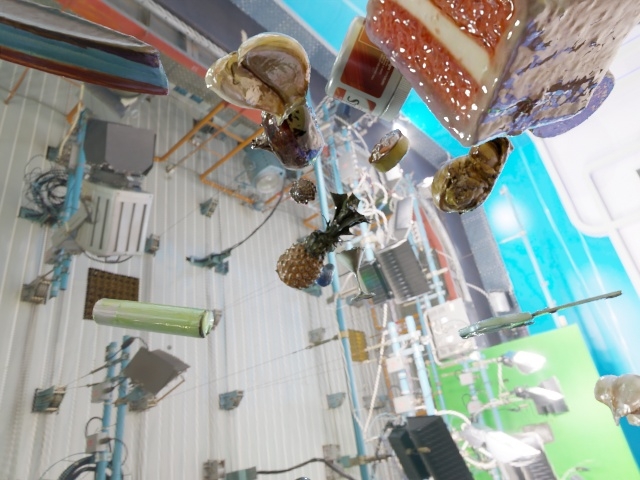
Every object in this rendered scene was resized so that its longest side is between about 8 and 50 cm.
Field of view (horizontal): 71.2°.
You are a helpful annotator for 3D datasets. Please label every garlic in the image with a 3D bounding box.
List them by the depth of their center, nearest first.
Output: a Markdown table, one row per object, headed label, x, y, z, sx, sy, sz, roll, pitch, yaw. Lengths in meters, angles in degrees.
| label | x | y | z | sx | sy | sz | roll | pitch | yaw |
| --- | --- | --- | --- | --- | --- | --- | --- | --- | --- |
| garlic | 0.736 | 0.384 | 1.087 | 0.099 | 0.174 | 0.124 | 8 | -101 | -10 |
| garlic | -0.194 | -0.525 | 1.438 | 0.313 | 0.286 | 0.249 | 21 | -108 | -39 |

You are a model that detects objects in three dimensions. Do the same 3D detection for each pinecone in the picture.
| label | x | y | z | sx | sy | sz | roll | pitch | yaw |
| --- | --- | --- | --- | --- | --- | --- | --- | --- | --- |
| pinecone | -0.053 | -0.180 | 1.609 | 0.109 | 0.102 | 0.102 | -29 | -89 | -52 |

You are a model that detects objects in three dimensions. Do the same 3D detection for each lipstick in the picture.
| label | x | y | z | sx | sy | sz | roll | pitch | yaw |
| --- | --- | --- | --- | --- | --- | --- | --- | --- | --- |
| lipstick | -0.418 | 0.195 | 1.123 | 0.076 | 0.304 | 0.076 | 3 | -90 | -77 |

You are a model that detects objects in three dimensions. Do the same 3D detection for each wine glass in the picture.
| label | x | y | z | sx | sy | sz | roll | pitch | yaw |
| --- | --- | --- | --- | --- | --- | --- | --- | --- | --- |
| wine glass | 0.127 | 0.125 | 1.606 | 0.122 | 0.122 | 0.182 | 10 | -118 | -51 |

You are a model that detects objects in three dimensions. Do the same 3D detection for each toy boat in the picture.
| label | x | y | z | sx | sy | sz | roll | pitch | yaw |
| --- | --- | --- | --- | --- | --- | --- | --- | --- | --- |
| toy boat | -0.451 | -0.336 | 0.748 | 0.392 | 0.079 | 0.136 | 13 | -134 | -13 |

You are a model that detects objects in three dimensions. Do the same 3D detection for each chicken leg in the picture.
| label | x | y | z | sx | sy | sz | roll | pitch | yaw |
| --- | --- | --- | --- | --- | --- | --- | --- | --- | --- |
| chicken leg | 0.543 | -0.257 | 1.464 | 0.409 | 0.295 | 0.182 | -32 | -112 | -30 |

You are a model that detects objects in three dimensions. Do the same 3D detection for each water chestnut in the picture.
| label | x | y | z | sx | sy | sz | roll | pitch | yaw |
| --- | --- | --- | --- | --- | --- | --- | --- | --- | --- |
| water chestnut | -0.156 | -0.465 | 1.914 | 0.350 | 0.302 | 0.350 | -23 | -90 | -83 |

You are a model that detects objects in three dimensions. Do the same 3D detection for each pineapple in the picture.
| label | x | y | z | sx | sy | sz | roll | pitch | yaw |
| --- | --- | --- | --- | --- | --- | --- | --- | --- | --- |
| pineapple | 0.000 | 0.000 | 1.071 | 0.130 | 0.277 | 0.119 | 36 | -152 | -15 |

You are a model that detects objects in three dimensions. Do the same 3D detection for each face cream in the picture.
| label | x | y | z | sx | sy | sz | roll | pitch | yaw |
| --- | --- | --- | --- | --- | --- | --- | --- | --- | --- |
| face cream | 0.130 | -0.421 | 1.103 | 0.187 | 0.201 | 0.201 | 22 | -137 | -6 |

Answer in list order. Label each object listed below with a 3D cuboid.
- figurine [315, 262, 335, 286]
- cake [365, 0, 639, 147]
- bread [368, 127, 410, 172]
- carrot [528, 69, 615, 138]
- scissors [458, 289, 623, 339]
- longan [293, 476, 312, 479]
| label | x | y | z | sx | sy | sz | roll | pitch | yaw |
| --- | --- | --- | --- | --- | --- | --- | --- | --- | --- |
| figurine | -0.016 | 0.105 | 1.495 | 0.079 | 0.136 | 0.077 | -34 | -49 | -46 |
| cake | 0.228 | -0.316 | 0.604 | 0.230 | 0.237 | 0.308 | -21 | -118 | -21 |
| bread | 0.231 | -0.297 | 1.474 | 0.086 | 0.156 | 0.125 | 41 | 177 | -19 |
| carrot | 0.455 | -0.383 | 0.960 | 0.214 | 0.193 | 0.331 | -23 | -102 | -53 |
| scissors | 0.492 | 0.169 | 1.008 | 0.191 | 0.360 | 0.029 | 41 | -145 | -65 |
| longan | -0.035 | 0.553 | 0.932 | 0.113 | 0.092 | 0.113 | -15 | -90 | -84 |
